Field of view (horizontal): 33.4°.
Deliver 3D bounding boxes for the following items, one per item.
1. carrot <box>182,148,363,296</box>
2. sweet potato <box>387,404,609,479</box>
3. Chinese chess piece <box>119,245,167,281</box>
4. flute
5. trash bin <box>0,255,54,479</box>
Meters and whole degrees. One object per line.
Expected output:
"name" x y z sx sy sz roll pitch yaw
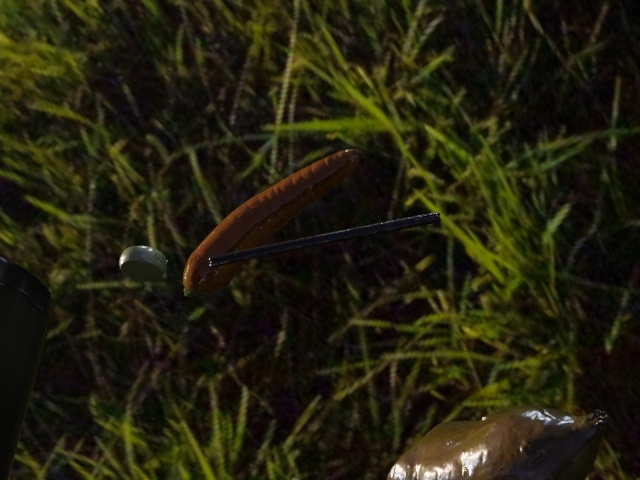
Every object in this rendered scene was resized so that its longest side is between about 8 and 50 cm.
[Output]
"carrot" -0.064 -0.029 1.259 0.271 0.062 0.066 -42 1 5
"sweet potato" 0.231 0.295 1.378 0.369 0.157 0.158 -28 39 56
"Chinese chess piece" -0.316 0.041 1.905 0.084 0.084 0.034 -13 55 26
"flute" 0.000 0.000 1.156 0.269 0.014 0.014 -11 53 18
"trash bin" -0.399 0.177 1.065 0.252 0.203 0.302 -13 54 26
